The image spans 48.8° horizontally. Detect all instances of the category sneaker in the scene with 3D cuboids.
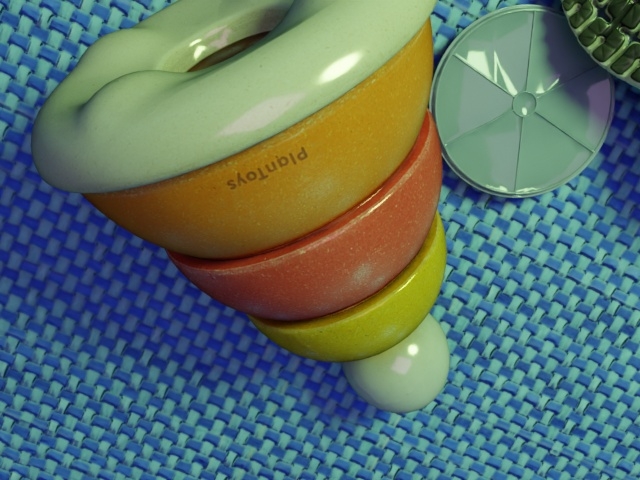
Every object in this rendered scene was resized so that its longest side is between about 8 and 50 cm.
[{"bbox_3d":[0.365,-0.187,0.715,0.130,0.147,0.330,-41,85,23],"label":"sneaker"}]

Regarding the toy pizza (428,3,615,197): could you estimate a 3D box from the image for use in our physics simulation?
[{"bbox_3d":[0.213,-0.146,0.753,0.202,0.032,0.201,-1,102,-5],"label":"toy pizza"}]

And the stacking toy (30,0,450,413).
[{"bbox_3d":[0.000,0.000,0.673,0.351,0.350,0.479,-25,121,2],"label":"stacking toy"}]
